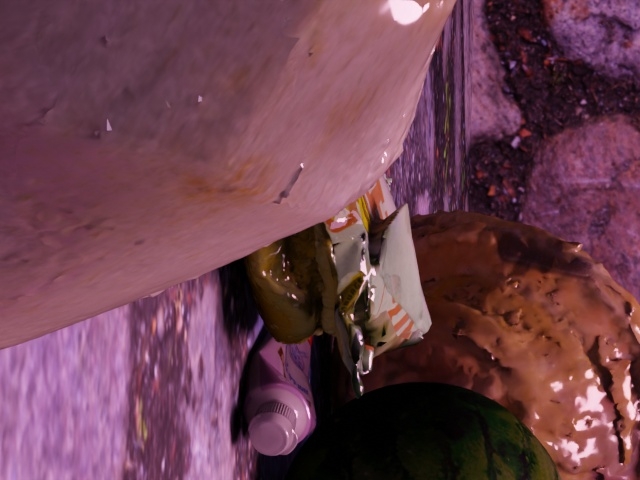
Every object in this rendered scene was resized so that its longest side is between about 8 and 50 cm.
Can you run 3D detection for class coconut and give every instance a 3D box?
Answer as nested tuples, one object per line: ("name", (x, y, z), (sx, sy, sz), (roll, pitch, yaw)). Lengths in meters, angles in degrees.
("coconut", (-0.090, -0.084, 0.465), (0.241, 0.241, 0.241), (0, 90, -81))

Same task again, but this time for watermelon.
("watermelon", (0.079, 0.230, 1.390), (0.242, 0.242, 0.242), (0, 90, -81))

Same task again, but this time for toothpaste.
("toothpaste", (-0.018, 0.092, 1.382), (0.301, 0.048, 0.075), (-69, 153, -71))

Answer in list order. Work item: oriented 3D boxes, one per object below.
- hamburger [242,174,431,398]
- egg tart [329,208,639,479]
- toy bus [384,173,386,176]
("hamburger", (0.002, 0.003, 1.266), (0.214, 0.125, 0.235), (49, 38, -67))
("egg tart", (0.134, 0.143, 1.561), (0.150, 0.352, 0.352), (-23, 115, -51))
("toy bus", (0.017, -0.027, 1.533), (0.192, 0.065, 0.077), (-9, 105, -80))
